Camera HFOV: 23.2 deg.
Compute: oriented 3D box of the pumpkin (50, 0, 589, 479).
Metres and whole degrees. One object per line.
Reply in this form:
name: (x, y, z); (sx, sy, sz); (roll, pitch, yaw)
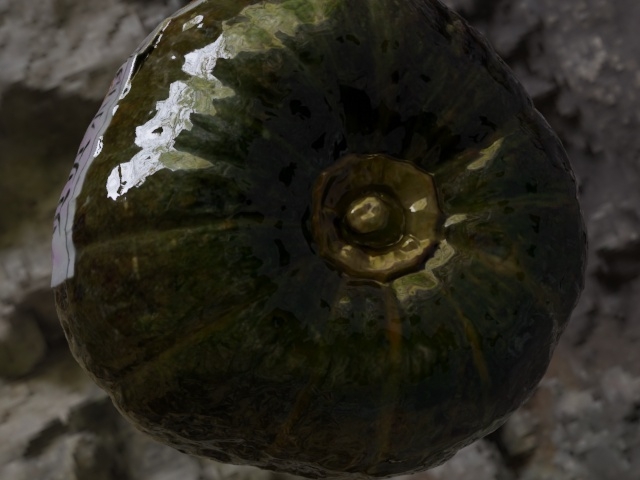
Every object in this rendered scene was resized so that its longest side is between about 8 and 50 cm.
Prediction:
pumpkin: (-0.001, 0.000, 0.761); (0.260, 0.260, 0.189); (66, 159, 6)
